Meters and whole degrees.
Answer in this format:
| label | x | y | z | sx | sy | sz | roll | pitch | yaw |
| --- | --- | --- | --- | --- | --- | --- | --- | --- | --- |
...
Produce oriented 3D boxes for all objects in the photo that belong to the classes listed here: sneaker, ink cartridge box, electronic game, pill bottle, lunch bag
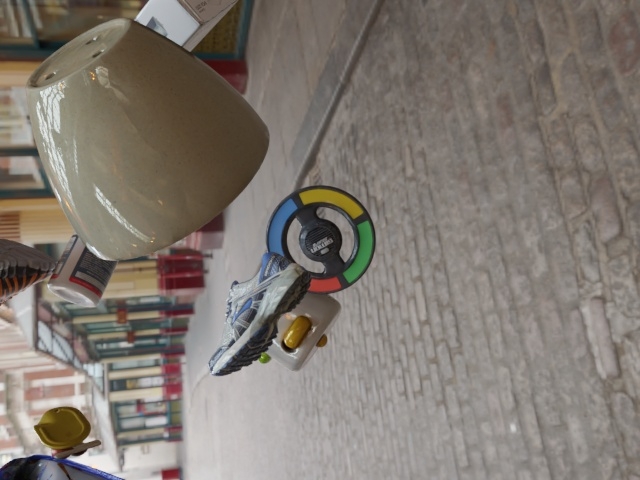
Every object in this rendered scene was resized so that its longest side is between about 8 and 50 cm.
| label | x | y | z | sx | sy | sz | roll | pitch | yaw |
| --- | --- | --- | --- | --- | --- | --- | --- | --- | --- |
| sneaker | -0.659 | 0.099 | 1.275 | 0.180 | 0.125 | 0.321 | -65 | -9 | 4 |
| ink cartridge box | -0.259 | -0.367 | 1.108 | 0.218 | 0.092 | 0.158 | -29 | 21 | 37 |
| electronic game | 0.000 | 0.000 | 1.321 | 0.048 | 0.230 | 0.229 | -74 | -16 | -80 |
| pill bottle | -0.478 | 0.037 | 1.330 | 0.108 | 0.108 | 0.180 | 117 | 172 | -63 |
| lunch bag | -0.666 | 0.761 | 1.677 | 0.239 | 0.386 | 0.327 | -43 | -43 | -50 |
| sneaker | -0.067 | 0.069 | 0.609 | 0.058 | 0.135 | 0.052 | 40 | -175 | 26 |

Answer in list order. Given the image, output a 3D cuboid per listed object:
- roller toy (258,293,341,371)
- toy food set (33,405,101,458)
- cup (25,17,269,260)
| label | x | y | z | sx | sy | sz | roll | pitch | yaw |
| --- | --- | --- | --- | --- | --- | --- | --- | --- | --- |
| roller toy | -0.047 | 0.189 | 1.433 | 0.191 | 0.146 | 0.209 | -49 | -11 | -38 |
| toy food set | -0.683 | 0.534 | 1.714 | 0.218 | 0.128 | 0.071 | 28 | 123 | 45 |
| cup | -0.272 | -0.172 | 0.919 | 0.237 | 0.331 | 0.331 | 59 | -175 | -37 |
